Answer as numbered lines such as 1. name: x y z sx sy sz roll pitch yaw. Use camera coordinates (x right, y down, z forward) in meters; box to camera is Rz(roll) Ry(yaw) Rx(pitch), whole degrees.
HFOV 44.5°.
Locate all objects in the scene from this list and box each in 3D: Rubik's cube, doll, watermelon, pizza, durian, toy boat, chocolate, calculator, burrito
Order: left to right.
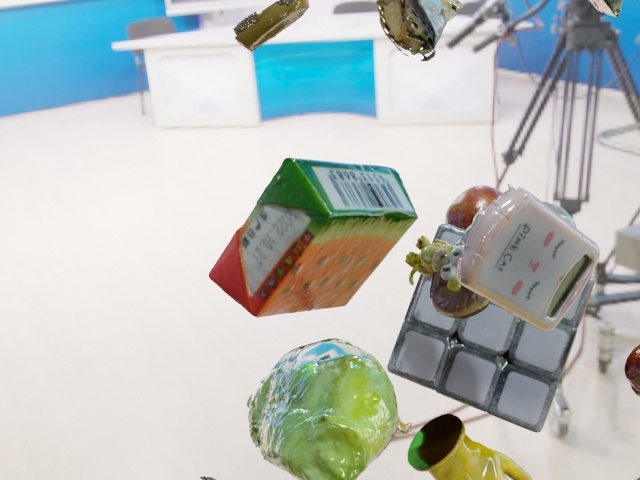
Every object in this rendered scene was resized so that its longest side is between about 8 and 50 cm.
1. toy boat: -0.075 -0.365 1.265 0.149 0.049 0.047 -35 -9 4
2. durian: -0.003 0.156 0.746 0.139 0.101 0.250 -22 14 -10
3. chocolate: 0.000 0.000 1.666 0.360 0.341 0.161 -1 46 -49
4. pizza: 0.167 0.444 1.992 0.041 0.131 0.178 -46 2 -16
5. burrito: 0.206 -0.503 1.685 0.175 0.107 0.348 35 38 -4
6. doll: 0.211 0.054 1.267 0.188 0.096 0.145 1 59 38
7. Rubik's cube: 0.332 0.167 1.527 0.305 0.304 0.301 19 -2 17
8. calculator: 0.190 0.020 0.708 0.175 0.100 0.032 28 6 -37
9. watermelon: 0.432 -0.407 1.196 0.069 0.087 0.163 -37 23 19

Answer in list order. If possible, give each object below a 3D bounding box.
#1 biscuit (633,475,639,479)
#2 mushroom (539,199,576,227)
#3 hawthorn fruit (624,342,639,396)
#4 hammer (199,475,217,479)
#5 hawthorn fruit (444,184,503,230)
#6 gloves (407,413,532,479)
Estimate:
1. biscuit: 0.648 0.550 1.573 0.183 0.039 0.174 -44 14 18
2. mushroom: 0.548 0.018 1.798 0.097 0.109 0.351 22 30 -11
3. hawthorn fruit: 0.548 0.198 1.212 0.138 0.133 0.133 -47 36 -9
4. hammer: -0.253 0.443 1.197 0.287 0.111 0.033 -6 -10 -37
5. hawthorn fruit: 0.414 -0.061 2.029 0.172 0.173 0.173 -4 24 2
6. gloves: 0.292 0.452 1.405 0.133 0.294 0.116 -33 19 31
